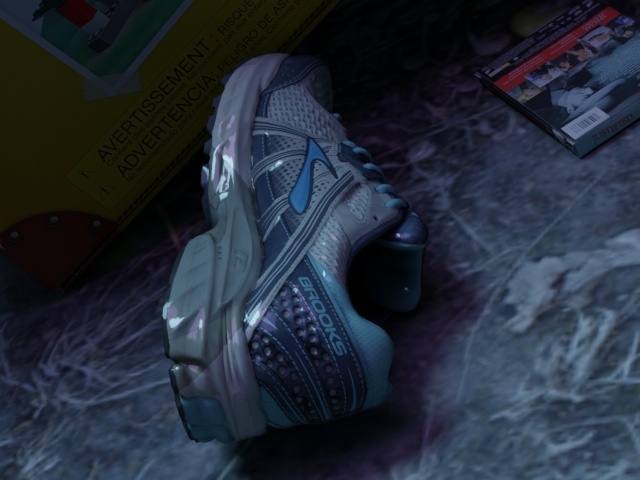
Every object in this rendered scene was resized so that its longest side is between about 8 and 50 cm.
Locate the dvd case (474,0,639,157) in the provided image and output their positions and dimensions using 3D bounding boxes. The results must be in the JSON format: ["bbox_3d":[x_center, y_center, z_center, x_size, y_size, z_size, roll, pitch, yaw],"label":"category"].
[{"bbox_3d":[0.151,-0.096,1.062,0.087,0.013,0.119,-34,32,-7],"label":"dvd case"}]

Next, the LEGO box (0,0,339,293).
[{"bbox_3d":[-0.140,-0.276,1.076,0.500,0.372,0.193,-46,32,8],"label":"LEGO box"}]

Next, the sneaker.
[{"bbox_3d":[0.000,0.000,0.994,0.122,0.110,0.283,-2,41,8],"label":"sneaker"}]
